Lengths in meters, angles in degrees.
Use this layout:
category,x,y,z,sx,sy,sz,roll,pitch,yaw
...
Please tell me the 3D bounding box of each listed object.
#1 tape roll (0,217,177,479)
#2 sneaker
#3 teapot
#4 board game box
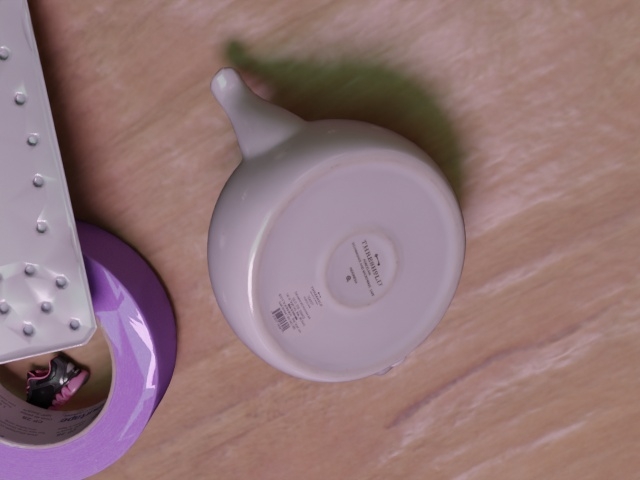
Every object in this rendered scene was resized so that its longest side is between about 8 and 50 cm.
category,x,y,z,sx,sy,sz,roll,pitch,yaw
tape roll,-0.296,0.115,0.978,0.274,0.090,0.275,1,105,4
sneaker,-0.322,0.177,1.068,0.057,0.047,0.119,44,106,-7
teapot,0.000,0.000,0.866,0.252,0.187,0.256,12,102,-29
board game box,-0.433,-0.058,0.827,0.390,0.050,0.390,-12,97,-11
